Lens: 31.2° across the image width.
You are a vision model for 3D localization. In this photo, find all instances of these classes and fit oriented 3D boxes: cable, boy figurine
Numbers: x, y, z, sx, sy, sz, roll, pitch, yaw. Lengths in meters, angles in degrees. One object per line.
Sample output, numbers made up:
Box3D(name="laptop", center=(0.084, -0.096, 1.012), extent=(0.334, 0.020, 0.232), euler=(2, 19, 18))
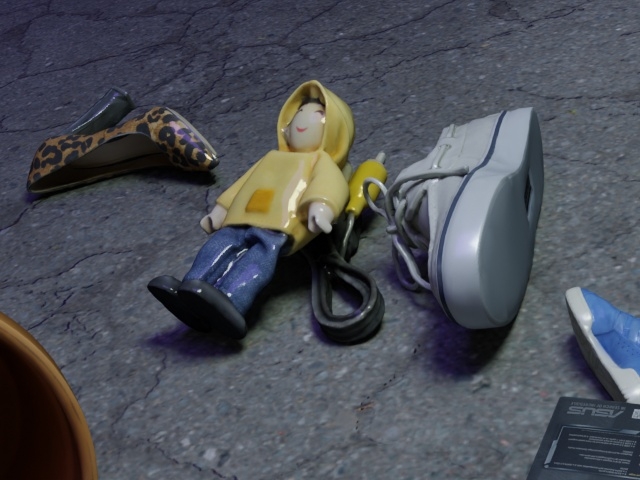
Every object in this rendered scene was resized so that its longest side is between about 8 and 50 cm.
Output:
Box3D(name="cable", center=(0.000, 0.000, 1.152), extent=(0.139, 0.072, 0.287), euler=(-14, 28, 13))
Box3D(name="boy figurine", center=(-0.042, -0.037, 1.129), extent=(0.177, 0.092, 0.285), euler=(8, 57, 49))

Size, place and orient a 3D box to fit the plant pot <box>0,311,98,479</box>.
Box3D(name="plant pot", center=(-0.318, 0.158, 0.844), extent=(0.291, 0.291, 0.203), euler=(-22, 13, -11))

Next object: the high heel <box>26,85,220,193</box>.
Box3D(name="high heel", center=(-0.255, -0.091, 1.461), extent=(0.261, 0.093, 0.186), euler=(28, 68, 41))

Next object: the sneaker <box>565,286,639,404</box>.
Box3D(name="sneaker", center=(0.253, 0.079, 0.895), extent=(0.084, 0.058, 0.152), euler=(-22, 33, 1))

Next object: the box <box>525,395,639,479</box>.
Box3D(name="box", center=(0.240, 0.186, 0.713), extent=(0.233, 0.059, 0.183), euler=(2, 33, 28))

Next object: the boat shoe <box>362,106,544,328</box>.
Box3D(name="boat shoe", center=(0.116, -0.031, 1.084), extent=(0.156, 0.136, 0.367), euler=(-5, 27, 19))
